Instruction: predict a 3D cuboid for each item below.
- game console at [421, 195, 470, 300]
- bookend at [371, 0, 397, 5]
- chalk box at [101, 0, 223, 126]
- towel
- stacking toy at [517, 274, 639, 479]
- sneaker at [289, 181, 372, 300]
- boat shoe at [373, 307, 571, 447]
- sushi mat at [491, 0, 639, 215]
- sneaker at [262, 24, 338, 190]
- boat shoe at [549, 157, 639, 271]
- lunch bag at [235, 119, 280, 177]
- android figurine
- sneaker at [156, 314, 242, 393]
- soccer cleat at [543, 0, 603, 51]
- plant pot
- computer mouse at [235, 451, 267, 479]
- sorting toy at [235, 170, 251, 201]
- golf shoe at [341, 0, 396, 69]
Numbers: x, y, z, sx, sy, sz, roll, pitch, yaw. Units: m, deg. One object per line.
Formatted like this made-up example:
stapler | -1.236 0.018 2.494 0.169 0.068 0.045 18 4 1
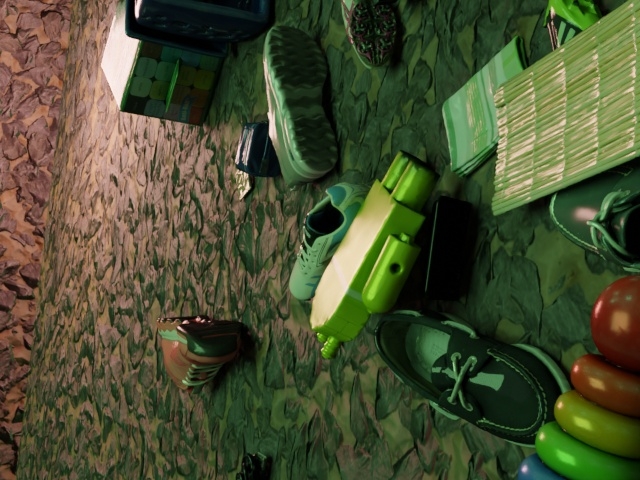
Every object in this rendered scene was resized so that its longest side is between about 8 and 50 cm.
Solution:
game console | 0.135 0.008 1.306 0.107 0.071 0.122 8 90 63
bookend | 0.120 -0.413 1.423 0.157 0.072 0.156 -20 94 31
chalk box | -0.310 -0.351 2.173 0.180 0.179 0.289 -68 31 25
towel | 0.196 -0.157 1.284 0.152 0.023 0.113 -44 46 51
stacking toy | 0.252 0.189 0.986 0.141 0.141 0.330 31 104 62
sneaker | 0.000 0.000 1.563 0.237 0.086 0.085 -58 37 41
boat shoe | 0.158 0.150 1.198 0.302 0.091 0.114 18 99 63
sushi mat | 0.240 -0.125 1.062 0.316 0.019 0.151 150 123 -71
sneaker | -0.053 -0.210 1.699 0.115 0.105 0.281 -44 46 51
boat shoe | 0.294 -0.027 0.967 0.319 0.099 0.116 -161 77 -64
lunch bag | -0.095 -0.154 1.813 0.065 0.067 0.098 18 98 63
android figurine | 0.063 0.021 1.367 0.273 0.056 0.248 -63 11 8
sneaker | -0.209 0.209 1.926 0.314 0.116 0.136 -178 85 -70
soccer cleat | 0.274 -0.188 1.111 0.072 0.060 0.179 104 160 -50
plant pot | -0.234 -0.475 1.988 0.212 0.236 0.236 146 128 -59
computer mouse | -0.083 0.455 1.634 0.272 0.072 0.188 -128 48 -71
sorting toy | -0.137 -0.119 1.947 0.062 0.012 0.083 130 136 -55
golf shoe | 0.068 -0.313 1.549 0.086 0.067 0.186 90 172 -61
